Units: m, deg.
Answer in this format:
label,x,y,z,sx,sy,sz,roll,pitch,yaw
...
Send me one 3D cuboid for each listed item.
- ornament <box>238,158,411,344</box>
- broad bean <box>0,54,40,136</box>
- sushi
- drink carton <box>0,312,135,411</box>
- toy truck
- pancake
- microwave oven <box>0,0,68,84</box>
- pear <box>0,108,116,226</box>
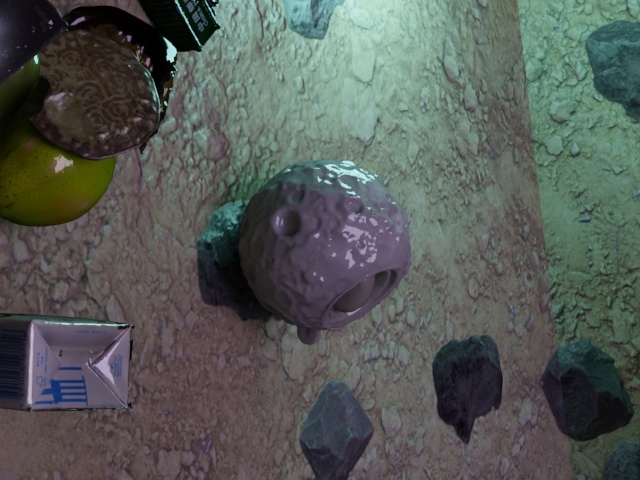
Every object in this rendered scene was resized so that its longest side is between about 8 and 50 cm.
label,x,y,z,sx,sy,sz,roll,pitch,yaw
ornament,0.000,0.000,2.431,0.337,0.337,0.337,0,90,-53
broad bean,-0.510,-0.191,1.830,0.119,0.291,0.238,37,11,-4
sushi,-0.346,-0.269,2.101,0.200,0.204,0.213,-84,-170,-55
drink carton,-0.450,0.173,1.834,0.194,0.324,0.132,10,81,-53
toy truck,-0.273,-0.475,2.267,0.121,0.088,0.259,-57,133,-36
pancake,-0.351,-0.225,1.951,0.212,0.029,0.235,9,60,-19
microwave oven,-0.586,-0.400,1.610,0.236,0.374,0.432,-42,133,-7
pear,-0.437,-0.106,1.986,0.220,0.187,0.187,-44,124,-27
